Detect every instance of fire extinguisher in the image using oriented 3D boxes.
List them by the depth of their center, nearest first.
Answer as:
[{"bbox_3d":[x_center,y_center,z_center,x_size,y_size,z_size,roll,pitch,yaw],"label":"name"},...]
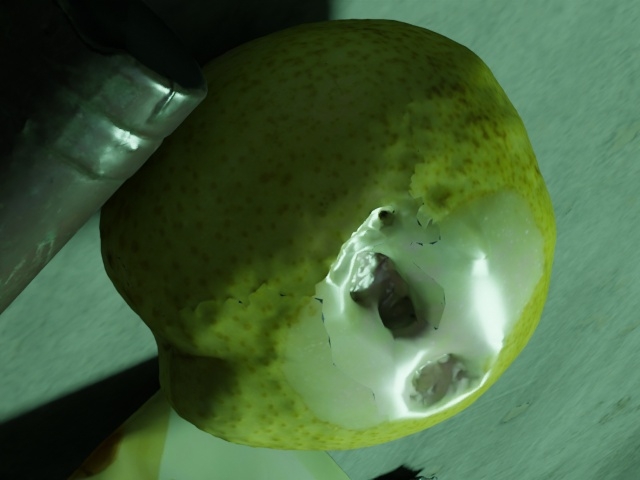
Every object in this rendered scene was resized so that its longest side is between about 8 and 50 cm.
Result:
[{"bbox_3d":[-0.159,0.015,0.498,0.089,0.072,0.267,36,108,-30],"label":"fire extinguisher"}]

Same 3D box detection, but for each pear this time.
[{"bbox_3d":[0.000,0.000,0.572,0.178,0.178,0.178,-32,156,-16],"label":"pear"}]

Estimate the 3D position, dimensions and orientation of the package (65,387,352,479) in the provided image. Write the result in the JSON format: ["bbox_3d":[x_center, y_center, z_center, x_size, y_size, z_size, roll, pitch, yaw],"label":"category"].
[{"bbox_3d":[-0.101,0.241,0.732,0.165,0.221,0.311,-38,-172,45],"label":"package"}]

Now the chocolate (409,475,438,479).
[{"bbox_3d":[0.041,0.307,1.218,0.221,0.147,0.221,-28,156,-14],"label":"chocolate"}]
